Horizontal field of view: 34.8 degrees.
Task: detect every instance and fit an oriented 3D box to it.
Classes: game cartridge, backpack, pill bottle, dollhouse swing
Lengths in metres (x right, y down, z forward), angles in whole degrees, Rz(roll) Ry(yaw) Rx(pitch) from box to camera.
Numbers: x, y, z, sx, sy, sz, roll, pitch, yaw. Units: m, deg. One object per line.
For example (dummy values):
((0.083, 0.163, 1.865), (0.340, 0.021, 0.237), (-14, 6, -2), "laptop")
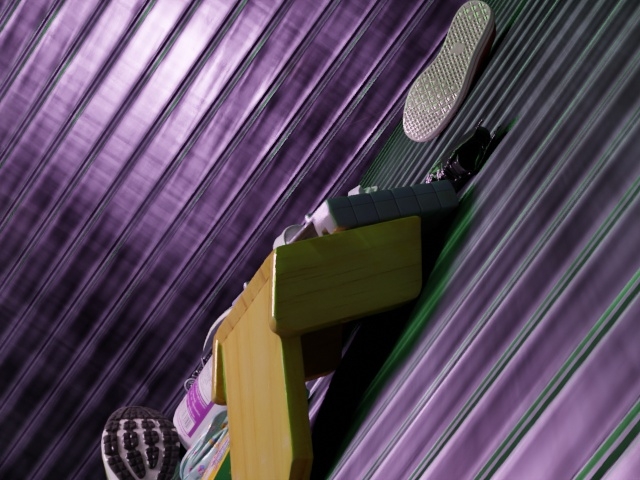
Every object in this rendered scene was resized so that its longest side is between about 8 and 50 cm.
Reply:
((0.031, 0.021, 1.550), (0.230, 0.068, 0.355), (-15, -19, -34), "game cartridge")
((-0.187, 0.404, 1.895), (0.182, 0.115, 0.152), (-55, 1, 4), "backpack")
((-0.156, 0.290, 2.020), (0.301, 0.169, 0.169), (-55, 4, 30), "pill bottle")
((0.012, 0.193, 1.433), (0.315, 0.305, 0.347), (-13, -20, -26), "dollhouse swing")

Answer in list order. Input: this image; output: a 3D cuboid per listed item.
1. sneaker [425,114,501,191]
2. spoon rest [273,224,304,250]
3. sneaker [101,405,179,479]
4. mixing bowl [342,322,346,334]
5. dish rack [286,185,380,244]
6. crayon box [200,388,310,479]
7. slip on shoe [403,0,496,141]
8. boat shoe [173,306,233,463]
((0.207, -0.116, 1.515), (0.170, 0.051, 0.089), (-53, 0, 21), "sneaker")
((-0.041, 0.078, 2.131), (0.137, 0.084, 0.276), (-48, 43, 30), "spoon rest")
((-0.358, 0.508, 1.971), (0.410, 0.158, 0.182), (-104, 32, -42), "sneaker")
((-0.018, 0.126, 1.784), (0.098, 0.181, 0.181), (-26, -8, -20), "mixing bowl")
((0.000, 0.000, 2.318), (0.333, 0.072, 0.285), (-32, 17, 30), "dish rack")
((-0.127, 0.363, 1.668), (0.165, 0.081, 0.278), (-55, 4, 44), "crayon box")
((0.289, -0.357, 2.219), (0.331, 0.123, 0.101), (-63, -29, -3), "slip on shoe")
((-0.238, 0.365, 2.504), (0.500, 0.187, 0.156), (-61, 6, 29), "boat shoe")
